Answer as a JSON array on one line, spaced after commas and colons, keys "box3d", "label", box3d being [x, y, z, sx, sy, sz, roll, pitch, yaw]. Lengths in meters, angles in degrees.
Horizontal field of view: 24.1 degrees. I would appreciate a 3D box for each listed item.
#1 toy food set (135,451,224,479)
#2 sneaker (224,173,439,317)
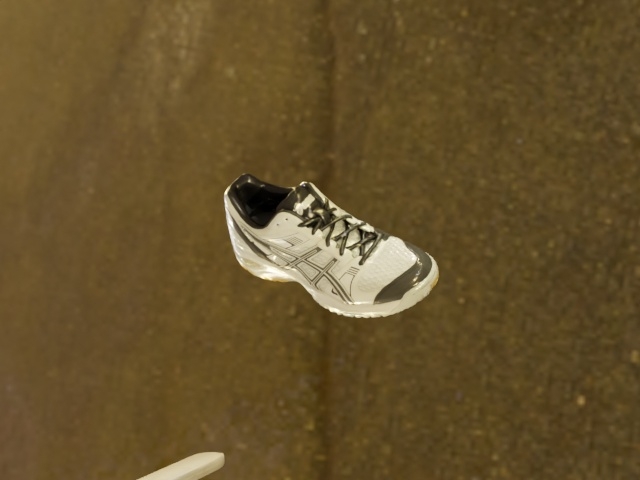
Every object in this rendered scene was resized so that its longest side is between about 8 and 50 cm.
[{"box3d": [-0.135, 0.304, 0.947, 0.092, 0.219, 0.306, 14, 114, 40], "label": "toy food set"}, {"box3d": [0.000, 0.000, 0.508, 0.083, 0.037, 0.032, 14, 50, 31], "label": "sneaker"}]
